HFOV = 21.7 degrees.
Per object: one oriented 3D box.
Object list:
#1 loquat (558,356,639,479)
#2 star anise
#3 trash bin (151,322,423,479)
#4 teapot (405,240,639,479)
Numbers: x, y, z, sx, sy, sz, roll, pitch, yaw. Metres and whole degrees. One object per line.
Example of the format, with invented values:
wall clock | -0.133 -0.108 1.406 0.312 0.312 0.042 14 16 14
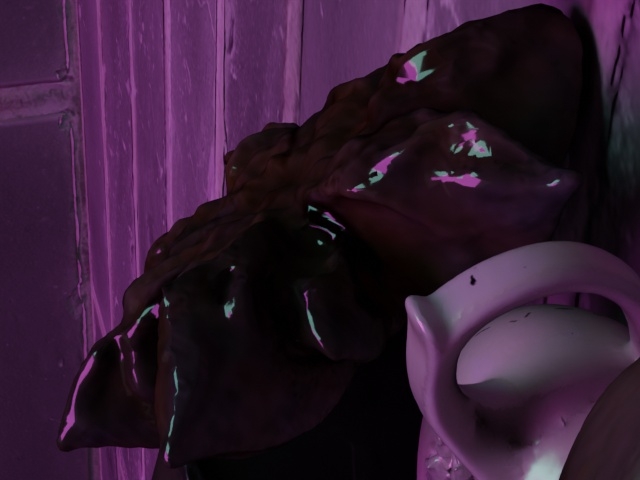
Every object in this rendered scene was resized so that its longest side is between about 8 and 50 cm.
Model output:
loquat | 0.143 0.130 0.476 0.179 0.179 0.227 109 157 -61
star anise | 0.002 0.004 0.793 0.108 0.315 0.315 54 171 -12
trash bin | -0.007 0.161 1.021 0.301 0.203 0.252 110 138 -61
teapot | 0.094 0.118 0.715 0.208 0.165 0.300 -97 -2 -54
